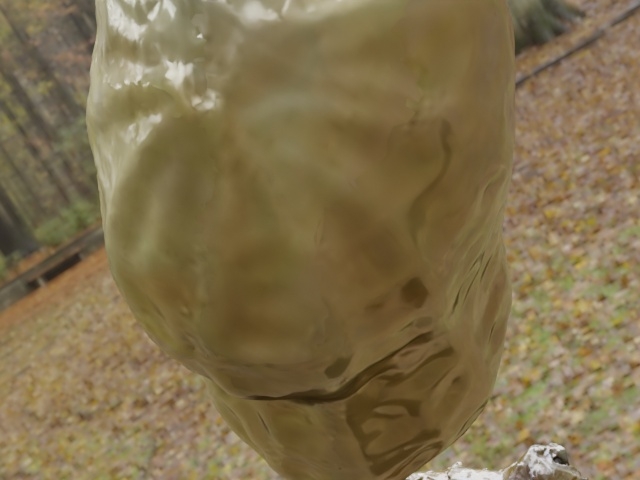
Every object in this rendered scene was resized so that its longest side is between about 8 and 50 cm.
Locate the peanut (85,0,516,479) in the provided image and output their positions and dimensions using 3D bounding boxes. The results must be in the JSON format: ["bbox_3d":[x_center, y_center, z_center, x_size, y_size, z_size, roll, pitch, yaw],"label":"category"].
[{"bbox_3d":[0.000,0.000,0.439,0.152,0.152,0.313,-34,-30,-14],"label":"peanut"}]

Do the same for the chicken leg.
[{"bbox_3d":[0.082,0.179,0.759,0.198,0.069,0.085,-21,57,22],"label":"chicken leg"}]
